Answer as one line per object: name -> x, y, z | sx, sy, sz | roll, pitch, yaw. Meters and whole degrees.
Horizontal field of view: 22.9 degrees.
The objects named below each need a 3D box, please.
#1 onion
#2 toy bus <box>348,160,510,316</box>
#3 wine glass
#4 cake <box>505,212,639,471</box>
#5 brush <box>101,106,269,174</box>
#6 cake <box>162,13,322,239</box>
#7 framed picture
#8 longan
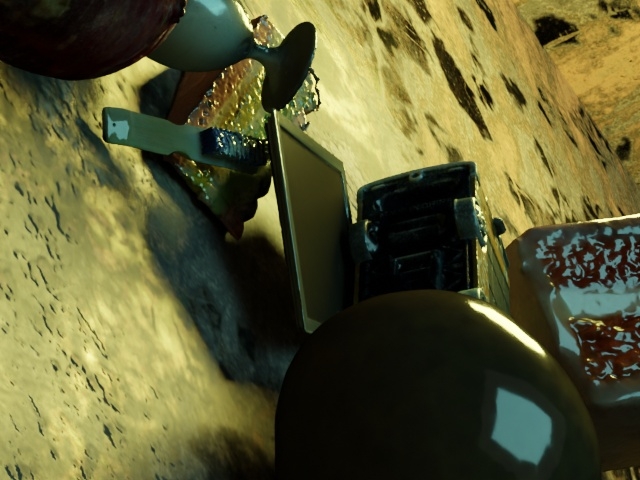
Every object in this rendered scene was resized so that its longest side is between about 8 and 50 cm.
onion -> -0.203, -0.212, 1.078 | 0.246, 0.190, 0.246 | 34, 22, -16
toy bus -> 0.108, 0.067, 1.493 | 0.275, 0.138, 0.167 | -87, 158, -48
wine glass -> -0.109, -0.186, 1.332 | 0.202, 0.093, 0.093 | 24, 35, -23
cake -> 0.328, 0.109, 1.738 | 0.230, 0.308, 0.237 | 114, -38, -57
brush -> -0.107, -0.083, 1.310 | 0.178, 0.030, 0.033 | 10, 76, -49
cake -> -0.088, -0.099, 1.432 | 0.109, 0.090, 0.225 | 55, 39, -25
framed picture -> 0.000, 0.000, 1.434 | 0.252, 0.014, 0.197 | 30, 49, -73
longan -> 0.087, 0.165, 1.196 | 0.258, 0.258, 0.258 | 50, 22, -29
